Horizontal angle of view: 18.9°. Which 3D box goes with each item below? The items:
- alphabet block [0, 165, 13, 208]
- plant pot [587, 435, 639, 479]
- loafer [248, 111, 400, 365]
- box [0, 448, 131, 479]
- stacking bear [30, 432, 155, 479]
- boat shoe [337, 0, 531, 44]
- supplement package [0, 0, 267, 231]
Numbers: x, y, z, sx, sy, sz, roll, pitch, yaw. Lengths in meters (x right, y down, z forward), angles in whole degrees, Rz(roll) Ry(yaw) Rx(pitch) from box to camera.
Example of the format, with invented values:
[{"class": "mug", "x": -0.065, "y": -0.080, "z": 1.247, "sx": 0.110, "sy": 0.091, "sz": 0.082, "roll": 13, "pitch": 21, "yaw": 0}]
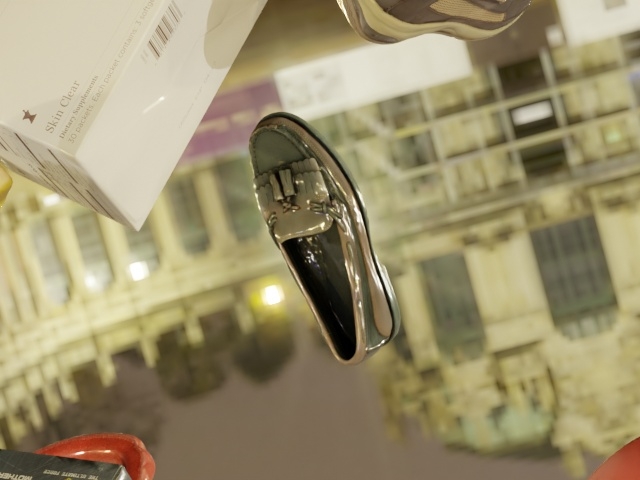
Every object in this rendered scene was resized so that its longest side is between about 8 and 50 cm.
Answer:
[{"class": "alphabet block", "x": -0.421, "y": -0.033, "z": 1.727, "sx": 0.192, "sy": 0.197, "sz": 0.193, "roll": -47, "pitch": 180, "yaw": -25}, {"class": "plant pot", "x": 0.344, "y": 0.297, "z": 1.469, "sx": 0.275, "sy": 0.275, "sz": 0.243, "roll": -17, "pitch": -161, "yaw": -26}, {"class": "loafer", "x": 0.000, "y": 0.000, "z": 1.933, "sx": 0.096, "sy": 0.267, "sz": 0.084, "roll": -20, "pitch": -167, "yaw": 31}, {"class": "box", "x": -0.207, "y": 0.220, "z": 1.323, "sx": 0.233, "sy": 0.183, "sz": 0.059, "roll": 4, "pitch": -133, "yaw": 29}, {"class": "stacking bear", "x": -0.156, "y": 0.297, "z": 1.577, "sx": 0.164, "sy": 0.175, "sz": 0.289, "roll": -3, "pitch": 148, "yaw": 27}, {"class": "boat shoe", "x": 0.146, "y": -0.265, "z": 1.801, "sx": 0.130, "sy": 0.132, "sz": 0.355, "roll": -31, "pitch": 178, "yaw": 35}, {"class": "supplement package", "x": -0.180, "y": -0.176, "z": 1.659, "sx": 0.145, "sy": 0.262, "sz": 0.204, "roll": 24, "pitch": 168, "yaw": 16}]
